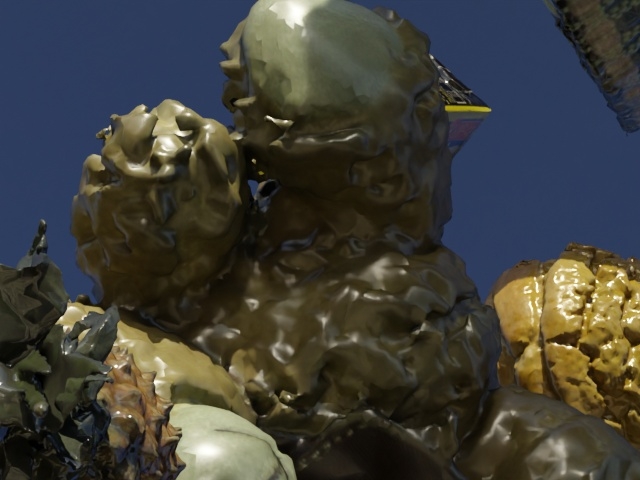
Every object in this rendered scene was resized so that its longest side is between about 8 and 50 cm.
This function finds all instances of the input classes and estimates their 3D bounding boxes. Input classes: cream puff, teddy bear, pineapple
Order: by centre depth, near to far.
[{"bbox_3d":[-0.062,0.036,0.369,0.058,0.124,0.058,-2,-108,5],"label":"pineapple"},{"bbox_3d":[-0.039,0.069,0.629,0.156,0.256,0.267,-26,-91,54],"label":"teddy bear"},{"bbox_3d":[0.186,0.085,1.124,0.129,0.189,0.189,-32,-82,20],"label":"cream puff"}]

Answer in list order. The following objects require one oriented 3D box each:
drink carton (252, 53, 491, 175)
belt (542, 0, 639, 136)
[{"bbox_3d":[0.025,-0.048,0.797,0.056,0.166,0.071,44,-79,6],"label":"drink carton"},{"bbox_3d":[0.214,-0.206,1.206,0.160,0.206,0.295,-32,-50,10],"label":"belt"}]
